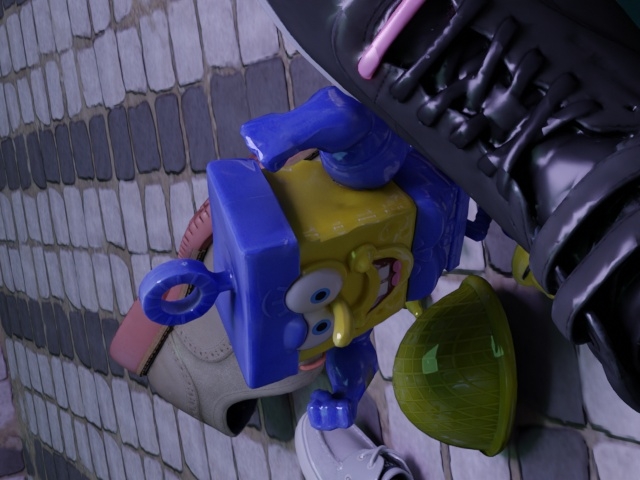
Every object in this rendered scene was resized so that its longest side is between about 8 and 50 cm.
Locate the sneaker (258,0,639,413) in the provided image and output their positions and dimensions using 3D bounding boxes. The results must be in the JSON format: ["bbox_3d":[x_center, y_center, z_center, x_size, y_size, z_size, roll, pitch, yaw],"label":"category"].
[{"bbox_3d":[0.084,-0.042,0.459,0.104,0.295,0.147,-48,11,19],"label":"sneaker"}]

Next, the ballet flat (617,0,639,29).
[{"bbox_3d":[0.165,-0.142,0.537,0.168,0.057,0.052,130,154,-55],"label":"ballet flat"}]

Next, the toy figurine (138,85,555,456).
[{"bbox_3d":[0.000,0.000,0.663,0.191,0.217,0.363,56,156,34],"label":"toy figurine"}]

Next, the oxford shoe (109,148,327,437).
[{"bbox_3d":[-0.029,0.025,0.945,0.146,0.140,0.397,43,143,3],"label":"oxford shoe"}]

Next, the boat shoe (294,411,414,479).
[{"bbox_3d":[0.043,0.181,0.888,0.184,0.066,0.063,59,138,37],"label":"boat shoe"}]
